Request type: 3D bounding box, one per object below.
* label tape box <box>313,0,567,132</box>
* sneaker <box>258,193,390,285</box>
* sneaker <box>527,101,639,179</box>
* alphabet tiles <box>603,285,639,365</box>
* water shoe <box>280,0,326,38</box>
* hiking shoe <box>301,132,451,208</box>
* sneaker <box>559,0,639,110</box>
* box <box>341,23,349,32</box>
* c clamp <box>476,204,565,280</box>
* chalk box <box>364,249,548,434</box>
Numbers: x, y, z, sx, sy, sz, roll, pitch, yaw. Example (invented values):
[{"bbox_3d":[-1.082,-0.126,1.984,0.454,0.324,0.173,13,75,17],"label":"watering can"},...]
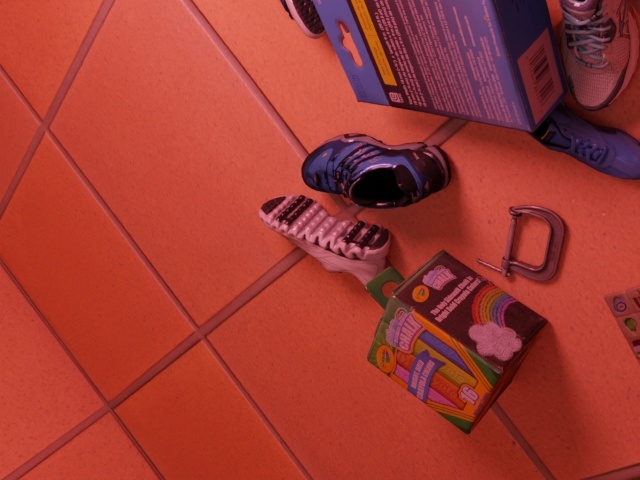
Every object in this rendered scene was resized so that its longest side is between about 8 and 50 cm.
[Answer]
[{"bbox_3d":[0.162,-0.299,1.165,0.334,0.106,0.240,20,149,43],"label":"label tape box"},{"bbox_3d":[0.000,0.000,1.571,0.292,0.110,0.118,24,139,29],"label":"sneaker"},{"bbox_3d":[0.367,-0.140,1.166,0.209,0.082,0.069,35,132,18],"label":"sneaker"},{"bbox_3d":[0.571,0.140,1.214,0.237,0.009,0.198,-24,98,47],"label":"alphabet tiles"},{"bbox_3d":[-0.049,-0.430,1.376,0.203,0.073,0.080,63,159,-3],"label":"water shoe"},{"bbox_3d":[0.068,-0.117,1.407,0.304,0.132,0.113,2,117,41],"label":"hiking shoe"},{"bbox_3d":[0.345,-0.297,1.053,0.110,0.122,0.283,15,125,35],"label":"sneaker"},{"bbox_3d":[0.052,-0.490,1.241,0.216,0.060,0.270,-28,95,48],"label":"box"},{"bbox_3d":[0.329,0.004,1.334,0.137,0.022,0.160,28,132,26],"label":"c clamp"},{"bbox_3d":[0.207,0.156,1.424,0.289,0.180,0.179,35,134,22],"label":"chalk box"}]
